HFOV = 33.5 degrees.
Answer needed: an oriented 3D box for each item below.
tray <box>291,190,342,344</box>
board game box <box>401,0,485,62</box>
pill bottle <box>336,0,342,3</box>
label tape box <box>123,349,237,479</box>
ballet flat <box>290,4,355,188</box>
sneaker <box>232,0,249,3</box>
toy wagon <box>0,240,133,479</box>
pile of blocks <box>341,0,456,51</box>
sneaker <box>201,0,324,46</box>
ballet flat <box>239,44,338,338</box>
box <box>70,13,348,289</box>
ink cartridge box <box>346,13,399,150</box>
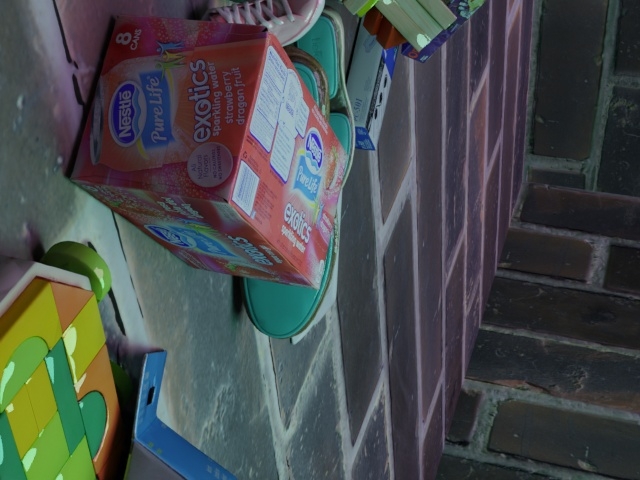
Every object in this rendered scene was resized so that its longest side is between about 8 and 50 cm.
[{"bbox_3d":[0.000,0.000,1.486,0.145,0.030,0.270,-47,143,-64],"label":"tray"},{"bbox_3d":[0.200,-0.463,1.594,0.208,0.056,0.347,132,-32,-58],"label":"board game box"},{"bbox_3d":[0.083,-0.417,1.369,0.124,0.124,0.222,-44,141,-64],"label":"pill bottle"},{"bbox_3d":[-0.132,0.272,0.940,0.240,0.105,0.334,133,-31,-83],"label":"label tape box"},{"bbox_3d":[0.000,-0.170,1.322,0.086,0.086,0.249,-44,139,-64],"label":"ballet flat"},{"bbox_3d":[-0.050,-0.383,0.946,0.410,0.158,0.182,82,6,-58],"label":"sneaker"},{"bbox_3d":[-0.218,0.177,0.782,0.267,0.068,0.344,-61,154,-49],"label":"toy wagon"},{"bbox_3d":[0.014,-0.327,1.215,0.112,0.149,0.362,-42,141,14],"label":"pile of blocks"},{"bbox_3d":[-0.063,-0.208,1.011,0.070,0.134,0.051,-3,70,-63],"label":"sneaker"},{"bbox_3d":[-0.039,-0.060,1.229,0.124,0.116,0.343,-92,180,-69],"label":"ballet flat"},{"bbox_3d":[-0.084,-0.068,0.966,0.300,0.142,0.154,47,54,-70],"label":"box"},{"bbox_3d":[0.075,-0.247,1.572,0.097,0.046,0.207,53,48,-70],"label":"ink cartridge box"}]
